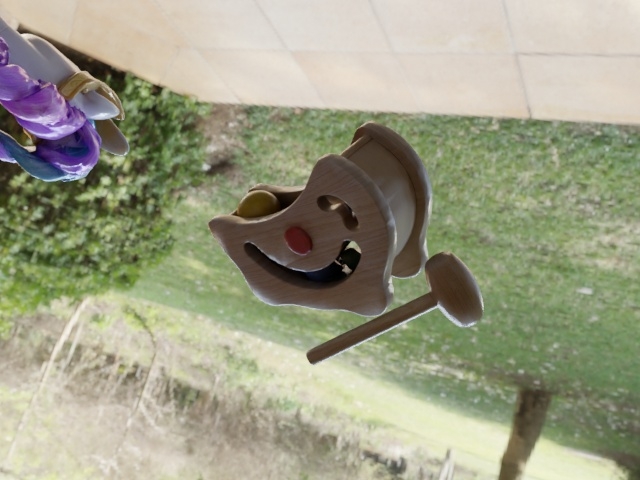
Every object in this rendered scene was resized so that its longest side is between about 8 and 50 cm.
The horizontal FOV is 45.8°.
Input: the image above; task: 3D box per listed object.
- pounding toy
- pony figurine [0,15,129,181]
[{"bbox_3d":[0.000,0.000,0.652,0.270,0.155,0.154,2,122,40],"label":"pounding toy"},{"bbox_3d":[-0.248,-0.163,0.424,0.363,0.303,0.351,46,180,-18],"label":"pony figurine"}]
